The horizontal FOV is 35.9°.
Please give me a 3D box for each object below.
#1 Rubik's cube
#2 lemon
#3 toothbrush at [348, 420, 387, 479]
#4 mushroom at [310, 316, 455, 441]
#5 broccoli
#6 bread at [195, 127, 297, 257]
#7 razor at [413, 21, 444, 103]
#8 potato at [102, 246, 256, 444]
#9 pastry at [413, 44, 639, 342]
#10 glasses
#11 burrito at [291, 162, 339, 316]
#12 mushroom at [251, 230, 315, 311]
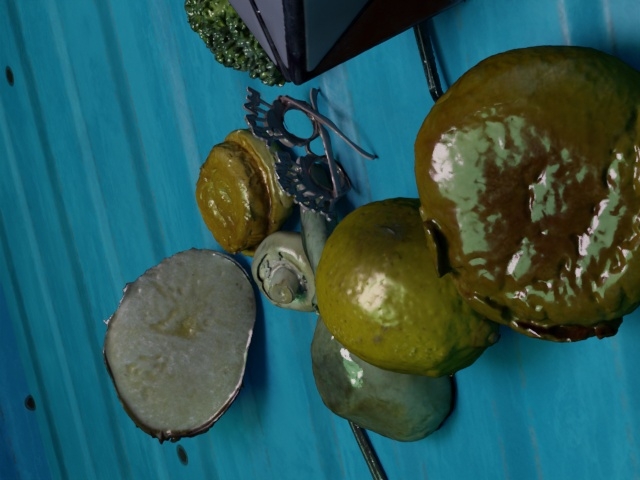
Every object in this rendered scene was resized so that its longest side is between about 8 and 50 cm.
[{"bbox_3d":[0.009,-0.431,1.216,0.310,0.305,0.307,55,167,19],"label":"Rubik's cube"},{"bbox_3d":[0.131,0.066,1.381,0.310,0.253,0.253,24,123,41],"label":"lemon"},{"bbox_3d":[0.061,0.334,1.773,0.030,0.030,0.297,118,128,-77],"label":"toothbrush"},{"bbox_3d":[0.089,0.207,1.565,0.189,0.164,0.267,11,113,52],"label":"mushroom"},{"bbox_3d":[-0.085,-0.381,1.558,0.245,0.248,0.288,-38,68,9],"label":"broccoli"},{"bbox_3d":[-0.134,-0.086,1.772,0.198,0.120,0.236,56,141,25],"label":"bread"},{"bbox_3d":[0.153,-0.266,1.389,0.066,0.033,0.190,-17,90,54],"label":"razor"},{"bbox_3d":[-0.296,0.209,2.034,0.296,0.290,0.397,-178,93,-81],"label":"potato"},{"bbox_3d":[0.268,-0.056,1.154,0.356,0.164,0.356,7,104,27],"label":"pastry"},{"bbox_3d":[-0.020,-0.151,1.561,0.255,0.162,0.095,60,139,15],"label":"glasses"},{"bbox_3d":[0.001,-0.002,1.587,0.096,0.066,0.309,74,-176,-53],"label":"burrito"},{"bbox_3d":[-0.050,0.058,1.707,0.154,0.122,0.154,14,126,20],"label":"mushroom"}]
